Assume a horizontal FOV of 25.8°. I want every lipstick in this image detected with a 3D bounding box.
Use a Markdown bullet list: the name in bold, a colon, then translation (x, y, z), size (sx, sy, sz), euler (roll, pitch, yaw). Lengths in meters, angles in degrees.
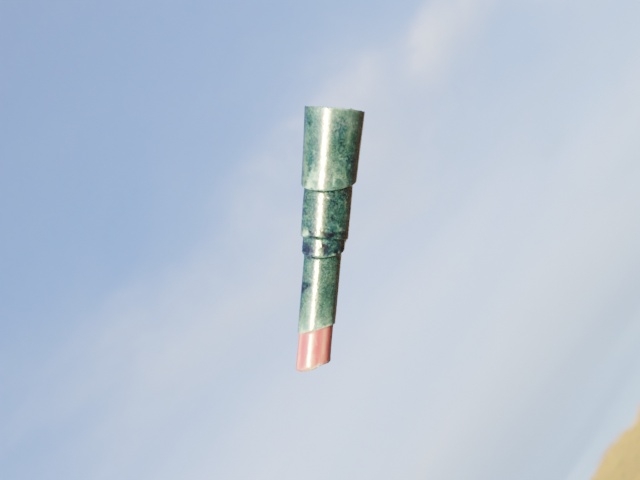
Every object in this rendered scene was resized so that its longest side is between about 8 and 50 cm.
- **lipstick**: translation (0.000, 0.000, 1.228), size (0.053, 0.053, 0.234), euler (3, -87, -67)
